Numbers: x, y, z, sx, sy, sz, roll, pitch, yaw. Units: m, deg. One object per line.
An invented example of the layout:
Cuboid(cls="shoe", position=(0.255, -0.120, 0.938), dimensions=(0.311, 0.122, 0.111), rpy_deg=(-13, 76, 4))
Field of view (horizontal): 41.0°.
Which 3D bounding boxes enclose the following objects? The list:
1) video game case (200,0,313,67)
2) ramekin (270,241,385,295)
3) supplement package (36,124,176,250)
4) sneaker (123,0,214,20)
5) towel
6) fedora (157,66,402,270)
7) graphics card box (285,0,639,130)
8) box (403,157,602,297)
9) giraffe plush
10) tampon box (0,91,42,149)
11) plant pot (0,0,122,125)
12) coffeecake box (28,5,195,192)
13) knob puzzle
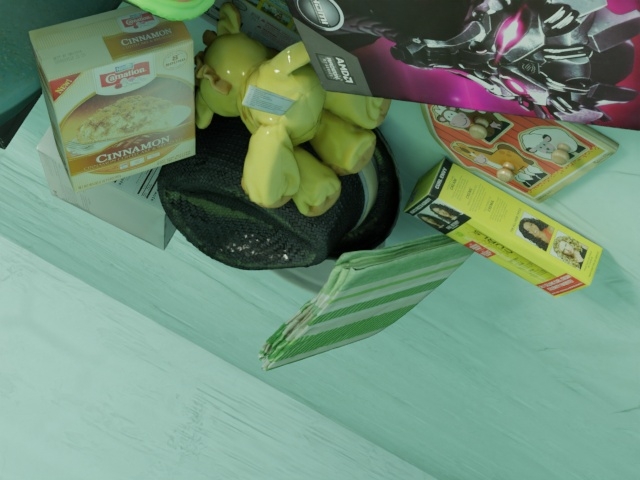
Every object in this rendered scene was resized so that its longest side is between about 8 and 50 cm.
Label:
Cuboid(cls="video game case", position=(-0.024, -0.234, 0.862), dimensions=(0.227, 0.026, 0.206), rpy_deg=(31, 160, -10))
Cuboid(cls="ramekin", position=(0.000, 0.000, 1.298), dimensions=(0.207, 0.109, 0.207), rpy_deg=(22, 160, 9))
Cuboid(cls="supplement package", position=(-0.293, -0.115, 1.303), dimensions=(0.203, 0.149, 0.194), rpy_deg=(27, 160, -2))
Cuboid(cls="sneaker", position=(-0.272, -0.348, 0.703), dimensions=(0.483, 0.185, 0.202), rpy_deg=(36, 169, -1))
Cuboid(cls="towel", position=(0.065, 0.081, 1.195), dimensions=(0.038, 0.248, 0.325), rpy_deg=(65, 147, 20))
Cuboid(cls="fedora", position=(-0.076, -0.057, 1.051), dimensions=(0.334, 0.152, 0.334), rpy_deg=(16, 136, 16))
Cuboid(cls="graphics card box", position=(0.143, -0.195, 0.623), dimensions=(0.371, 0.094, 0.233), rpy_deg=(14, 154, 27))
Cuboid(cls="box", position=(0.225, -0.013, 1.063), dimensions=(0.232, 0.058, 0.087), rpy_deg=(29, 159, -9))
Cuboid(cls="giraffe plush", position=(-0.057, -0.145, 0.882), dimensions=(0.170, 0.181, 0.210), rpy_deg=(39, -178, 38))
Cuboid(cls="tampon box", position=(-0.541, -0.241, 1.334), dimensions=(0.161, 0.120, 0.101), rpy_deg=(25, 161, 1))
Cuboid(cls="plant pot", position=(-0.375, -0.248, 0.919), dimensions=(0.248, 0.252, 0.247), rpy_deg=(34, 158, -24))
Cuboid(cls="coffeecake box", position=(-0.206, -0.146, 0.882), dimensions=(0.068, 0.142, 0.185), rpy_deg=(61, 160, 25))
Cuboid(cls="knob puzzle", position=(0.188, -0.106, 0.917), dimensions=(0.213, 0.030, 0.213), rpy_deg=(23, 160, 9))
